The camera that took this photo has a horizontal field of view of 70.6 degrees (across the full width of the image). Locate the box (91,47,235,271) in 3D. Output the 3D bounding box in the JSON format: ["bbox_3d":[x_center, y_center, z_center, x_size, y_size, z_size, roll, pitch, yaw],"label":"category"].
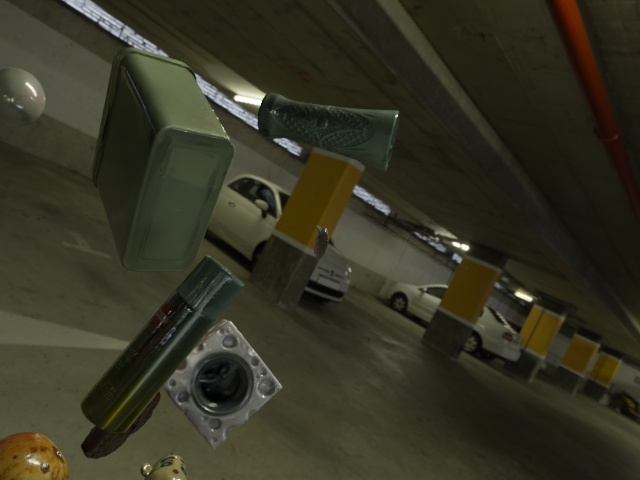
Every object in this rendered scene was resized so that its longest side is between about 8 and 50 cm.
[{"bbox_3d":[-0.349,-0.168,0.970,0.177,0.352,0.344,3,37,-39],"label":"box"}]

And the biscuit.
[{"bbox_3d":[-0.435,0.396,0.993,0.049,0.192,0.192,36,3,14],"label":"biscuit"}]

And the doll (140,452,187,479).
[{"bbox_3d":[-0.244,0.391,0.669,0.102,0.089,0.179,31,22,-13],"label":"doll"}]

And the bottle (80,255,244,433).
[{"bbox_3d":[-0.237,0.154,0.697,0.082,0.286,0.082,38,-10,8],"label":"bottle"}]

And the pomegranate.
[{"bbox_3d":[-0.685,0.541,1.003,0.215,0.216,0.215,27,1,0],"label":"pomegranate"}]

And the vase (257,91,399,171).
[{"bbox_3d":[0.011,-0.183,0.735,0.219,0.096,0.096,14,-1,9],"label":"vase"}]

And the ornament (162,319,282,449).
[{"bbox_3d":[-0.293,0.396,1.303,0.239,0.239,0.239,53,-19,-3],"label":"ornament"}]

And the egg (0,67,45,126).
[{"bbox_3d":[-0.641,-0.302,0.955,0.103,0.103,0.135,26,39,-54],"label":"egg"}]

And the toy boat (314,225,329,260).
[{"bbox_3d":[0.000,0.000,1.223,0.034,0.096,0.122,12,15,-6],"label":"toy boat"}]
